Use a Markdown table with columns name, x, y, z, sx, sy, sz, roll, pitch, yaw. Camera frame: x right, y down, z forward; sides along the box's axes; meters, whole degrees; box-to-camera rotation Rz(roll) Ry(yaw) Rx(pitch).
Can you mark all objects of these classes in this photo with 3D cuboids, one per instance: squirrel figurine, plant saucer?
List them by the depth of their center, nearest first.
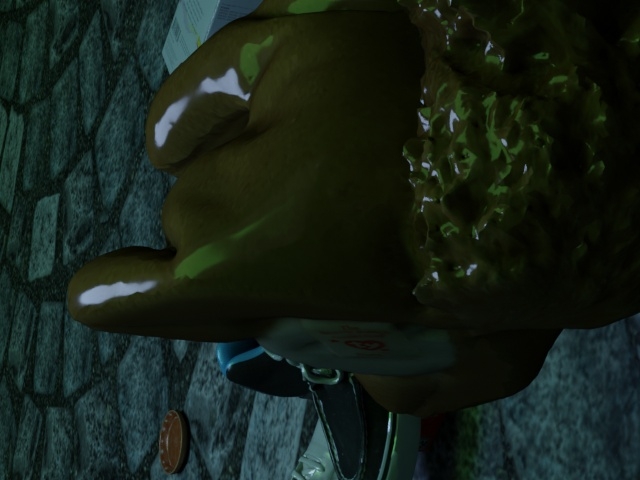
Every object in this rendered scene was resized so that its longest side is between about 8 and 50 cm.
| name | x | y | z | sx | sy | sz | roll | pitch | yaw |
| --- | --- | --- | --- | --- | --- | --- | --- | --- | --- |
| squirrel figurine | 0.063 | -0.123 | 0.798 | 0.397 | 0.281 | 0.370 | -24 | 55 | 55 |
| plant saucer | -0.191 | 0.264 | 1.811 | 0.083 | 0.013 | 0.083 | -24 | 63 | 60 |

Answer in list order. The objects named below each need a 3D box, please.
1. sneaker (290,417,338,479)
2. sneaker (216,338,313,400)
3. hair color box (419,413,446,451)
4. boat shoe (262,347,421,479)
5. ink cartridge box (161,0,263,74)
| name | x | y | z | sx | sy | sz | roll | pitch | yaw |
| --- | --- | --- | --- | --- | --- | --- | --- | --- | --- |
| sneaker | -0.002 | 0.260 | 1.328 | 0.090 | 0.095 | 0.235 | -175 | 93 | -66 |
| sneaker | 0.000 | 0.000 | 1.333 | 0.125 | 0.140 | 0.340 | -140 | 62 | -62 |
| hair color box | 0.090 | 0.112 | 1.229 | 0.072 | 0.043 | 0.141 | 59 | 136 | 50 |
| boat shoe | 0.012 | 0.084 | 1.205 | 0.113 | 0.105 | 0.306 | -10 | 81 | 55 |
| ink cartridge box | -0.132 | -0.271 | 1.748 | 0.175 | 0.072 | 0.127 | -65 | 31 | 33 |
